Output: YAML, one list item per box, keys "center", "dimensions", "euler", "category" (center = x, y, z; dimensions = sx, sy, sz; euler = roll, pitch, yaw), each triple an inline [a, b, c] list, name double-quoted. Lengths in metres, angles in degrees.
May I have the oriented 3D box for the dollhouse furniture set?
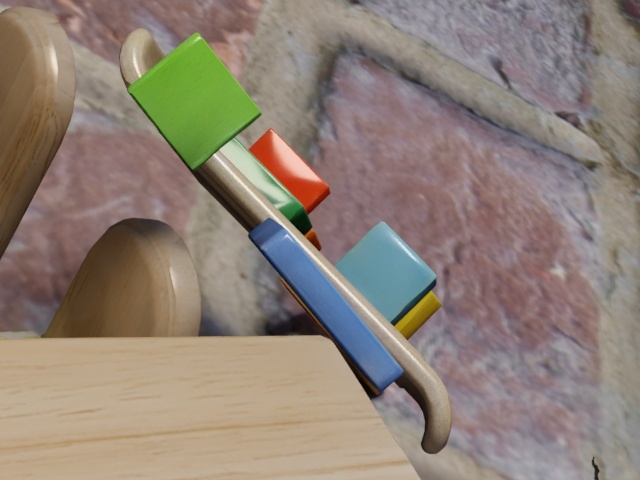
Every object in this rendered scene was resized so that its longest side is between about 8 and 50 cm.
- center: [-0.182, 0.024, 0.533]
  dimensions: [0.362, 0.256, 0.394]
  euler: [2, 42, -40]
  category: "dollhouse furniture set"

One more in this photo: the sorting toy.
- center: [0.000, 0.000, 0.741]
  dimensions: [0.196, 0.047, 0.348]
  euler: [50, -2, 7]
  category: "sorting toy"
